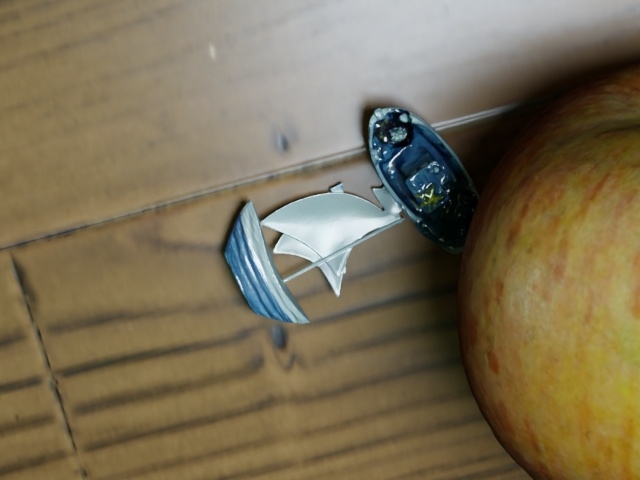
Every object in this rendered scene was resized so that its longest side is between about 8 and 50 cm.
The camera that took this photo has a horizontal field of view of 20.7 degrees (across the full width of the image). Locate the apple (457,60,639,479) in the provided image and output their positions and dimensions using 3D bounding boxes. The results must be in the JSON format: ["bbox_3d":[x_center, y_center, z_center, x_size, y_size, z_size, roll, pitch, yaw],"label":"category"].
[{"bbox_3d":[0.297,0.051,1.246,0.400,0.400,0.333,-6,117,-3],"label":"apple"}]

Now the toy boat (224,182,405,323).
[{"bbox_3d":[-0.011,-0.004,1.383,0.105,0.034,0.149,41,98,-14],"label":"toy boat"}]

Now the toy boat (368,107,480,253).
[{"bbox_3d":[0.081,-0.050,1.366,0.060,0.061,0.137,-34,103,4],"label":"toy boat"}]
